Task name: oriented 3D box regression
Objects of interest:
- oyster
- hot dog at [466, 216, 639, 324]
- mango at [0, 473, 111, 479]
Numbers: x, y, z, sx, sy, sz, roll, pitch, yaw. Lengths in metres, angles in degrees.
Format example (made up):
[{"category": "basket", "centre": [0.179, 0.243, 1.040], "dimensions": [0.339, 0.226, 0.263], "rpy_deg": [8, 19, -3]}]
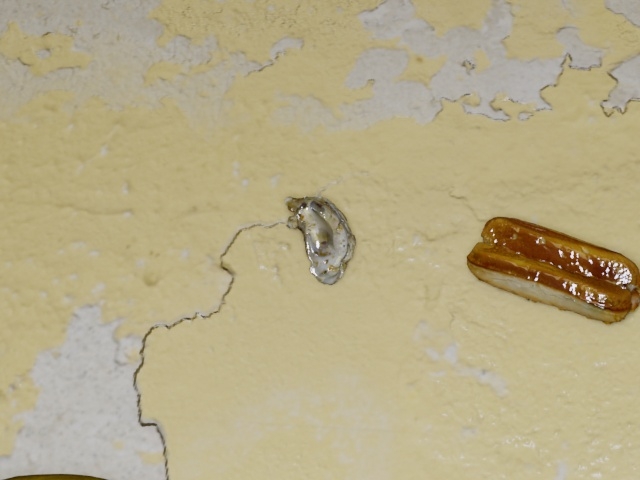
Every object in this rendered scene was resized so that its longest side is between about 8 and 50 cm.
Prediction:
[{"category": "oyster", "centre": [0.000, 0.000, 1.844], "dimensions": [0.081, 0.038, 0.083], "rpy_deg": [7, 86, 25]}, {"category": "hot dog", "centre": [0.218, 0.027, 1.775], "dimensions": [0.165, 0.045, 0.071], "rpy_deg": [19, 63, 19]}, {"category": "mango", "centre": [-0.257, 0.292, 1.641], "dimensions": [0.332, 0.142, 0.195], "rpy_deg": [0, 55, 12]}]
